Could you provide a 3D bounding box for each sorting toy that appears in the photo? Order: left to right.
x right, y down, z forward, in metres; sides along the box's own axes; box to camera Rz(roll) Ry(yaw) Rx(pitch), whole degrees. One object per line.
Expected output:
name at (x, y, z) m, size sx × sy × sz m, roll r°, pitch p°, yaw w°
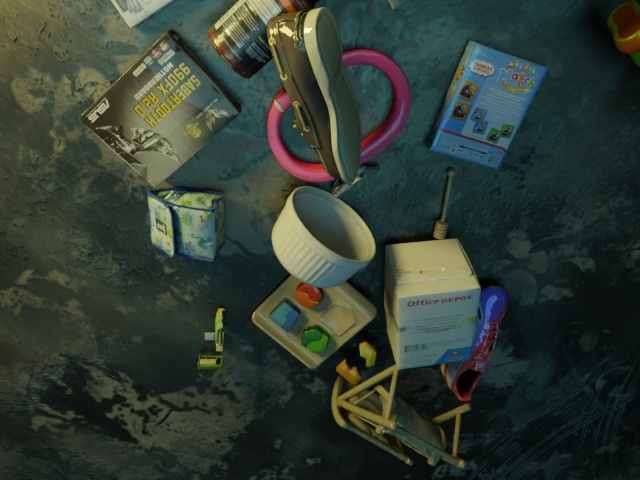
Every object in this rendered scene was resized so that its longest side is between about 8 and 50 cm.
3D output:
sorting toy at (0.018, 0.208, 1.166) m, size 0.307 × 0.041 × 0.229 m, roll 41°, pitch 108°, yaw -10°

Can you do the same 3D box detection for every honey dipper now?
honey dipper at (0.272, -0.079, 1.072) m, size 0.030 × 0.030 × 0.161 m, roll 0°, pitch 118°, yaw -6°

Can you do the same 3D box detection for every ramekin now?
ramekin at (0.000, 0.000, 0.997) m, size 0.207 × 0.207 × 0.109 m, roll 28°, pitch 123°, yaw -20°

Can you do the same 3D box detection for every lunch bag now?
lunch bag at (-0.279, -0.036, 1.012) m, size 0.151 × 0.096 × 0.129 m, roll 10°, pitch 122°, yaw 5°

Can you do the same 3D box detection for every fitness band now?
fitness band at (0.034, -0.237, 0.946) m, size 0.290 × 0.054 × 0.209 m, roll -34°, pitch 117°, yaw 15°

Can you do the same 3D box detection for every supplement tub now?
supplement tub at (-0.086, -0.374, 0.827) m, size 0.198 × 0.106 × 0.106 m, roll -37°, pitch 116°, yaw 14°

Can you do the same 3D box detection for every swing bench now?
swing bench at (0.191, 0.442, 1.231) m, size 0.253 × 0.165 × 0.254 m, roll 36°, pitch 142°, yaw -22°

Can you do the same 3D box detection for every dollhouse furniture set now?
dollhouse furniture set at (-0.260, 0.236, 1.173) m, size 0.058 × 0.076 × 0.152 m, roll 3°, pitch 120°, yaw -8°

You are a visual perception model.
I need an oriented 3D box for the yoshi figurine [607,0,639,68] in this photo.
yoshi figurine at (0.669, -0.288, 0.859) m, size 0.362 × 0.203 × 0.203 m, roll 32°, pitch 78°, yaw -29°

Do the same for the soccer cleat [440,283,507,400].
soccer cleat at (0.393, 0.254, 1.223) m, size 0.108 × 0.116 × 0.318 m, roll 10°, pitch 118°, yaw -11°

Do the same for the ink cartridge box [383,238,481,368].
ink cartridge box at (0.237, 0.139, 1.098) m, size 0.171 × 0.168 × 0.233 m, roll -6°, pitch 128°, yaw -1°

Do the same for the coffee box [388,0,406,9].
coffee box at (0.080, -0.445, 0.618) m, size 0.141 × 0.098 × 0.246 m, roll -28°, pitch 136°, yaw 27°

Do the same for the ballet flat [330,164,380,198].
ballet flat at (0.068, -0.131, 1.019) m, size 0.114 × 0.041 × 0.041 m, roll -34°, pitch 117°, yaw 12°

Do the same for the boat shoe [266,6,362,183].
boat shoe at (-0.002, -0.233, 0.851) m, size 0.096 × 0.117 × 0.324 m, roll 6°, pitch 142°, yaw 23°

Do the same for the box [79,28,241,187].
box at (-0.292, -0.237, 0.913) m, size 0.231 × 0.056 × 0.183 m, roll -36°, pitch 116°, yaw 15°

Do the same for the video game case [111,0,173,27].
video game case at (-0.297, -0.477, 0.795) m, size 0.173 × 0.022 × 0.190 m, roll -27°, pitch 118°, yaw 10°

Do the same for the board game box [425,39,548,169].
board game box at (0.322, -0.260, 0.969) m, size 0.160 × 0.039 × 0.212 m, roll 13°, pitch 118°, yaw -13°
